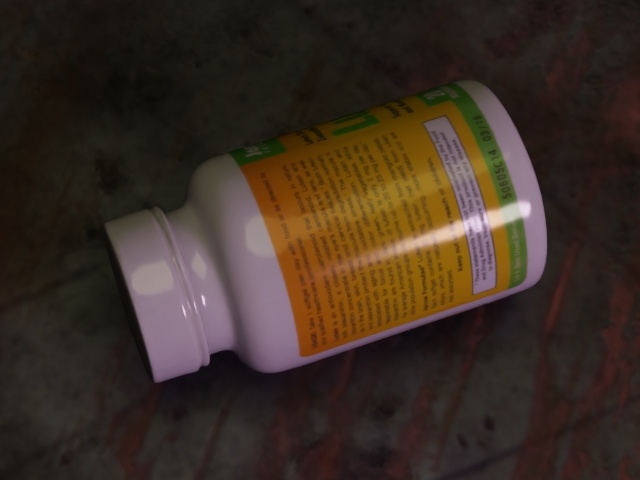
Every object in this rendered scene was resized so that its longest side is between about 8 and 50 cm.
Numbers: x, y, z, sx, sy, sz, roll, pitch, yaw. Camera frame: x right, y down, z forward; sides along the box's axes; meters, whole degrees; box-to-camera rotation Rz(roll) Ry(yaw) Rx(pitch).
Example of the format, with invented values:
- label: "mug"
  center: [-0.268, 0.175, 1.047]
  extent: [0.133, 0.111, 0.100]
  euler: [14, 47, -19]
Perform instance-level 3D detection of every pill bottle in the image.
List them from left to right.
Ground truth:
- label: "pill bottle"
  center: [0.000, 0.000, 1.004]
  extent: [0.245, 0.136, 0.136]
  euler: [-18, 65, -11]
